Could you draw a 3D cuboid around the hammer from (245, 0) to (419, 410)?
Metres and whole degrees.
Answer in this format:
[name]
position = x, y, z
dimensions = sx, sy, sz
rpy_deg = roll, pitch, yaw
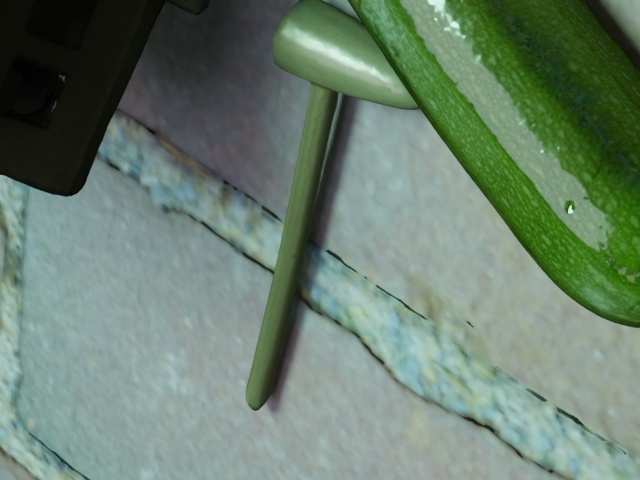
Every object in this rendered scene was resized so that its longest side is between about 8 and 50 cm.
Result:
[hammer]
position = 0.000, 0.000, 0.756
dimensions = 0.060, 0.028, 0.195
rpy_deg = 32, 135, 21

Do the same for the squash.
[squash]
position = 0.052, -0.069, 0.630
dimensions = 0.229, 0.066, 0.066
rpy_deg = 56, 139, 9

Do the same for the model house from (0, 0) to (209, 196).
[model house]
position = -0.122, -0.160, 0.692
dimensions = 0.204, 0.211, 0.243
rpy_deg = 21, 102, -13
